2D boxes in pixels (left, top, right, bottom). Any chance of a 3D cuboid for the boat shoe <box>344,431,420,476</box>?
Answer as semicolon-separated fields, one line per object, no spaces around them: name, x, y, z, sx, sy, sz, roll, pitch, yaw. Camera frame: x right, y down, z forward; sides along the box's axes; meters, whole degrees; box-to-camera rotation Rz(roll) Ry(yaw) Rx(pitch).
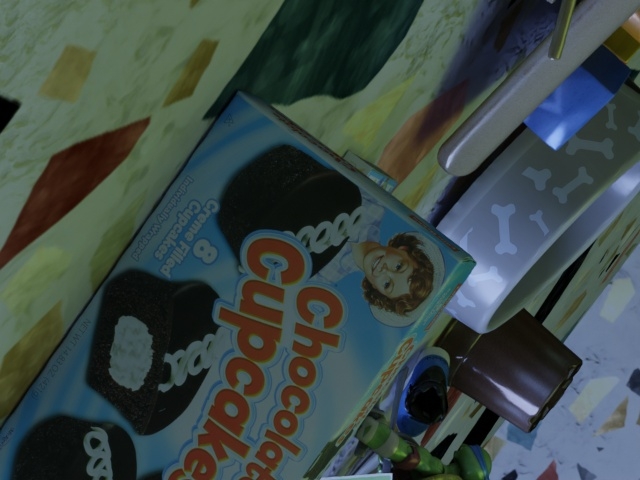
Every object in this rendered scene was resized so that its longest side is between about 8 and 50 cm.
boat shoe;0.036;0.387;2.365;0.302;0.113;0.103;-58;-168;3

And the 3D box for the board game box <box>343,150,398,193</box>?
board game box;0.000;0.000;1.527;0.154;0.026;0.103;-54;166;4

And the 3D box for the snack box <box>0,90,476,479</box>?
snack box;-0.067;0.087;1.191;0.322;0.187;0.060;-55;166;7

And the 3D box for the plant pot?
plant pot;0.251;0.163;2.457;0.167;0.165;0.167;-47;165;-17

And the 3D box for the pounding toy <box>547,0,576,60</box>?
pounding toy;0.193;-0.241;1.400;0.141;0.100;0.130;-46;165;-24

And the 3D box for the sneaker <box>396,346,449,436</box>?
sneaker;0.129;0.218;2.363;0.085;0.058;0.152;-78;-172;-52

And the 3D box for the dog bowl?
dog bowl;0.249;-0.038;2.005;0.349;0.102;0.349;-42;168;-11

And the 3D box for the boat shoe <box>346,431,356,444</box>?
boat shoe;0.011;0.129;1.724;0.302;0.109;0.094;-48;168;-28

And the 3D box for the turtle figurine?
turtle figurine;0.052;0.268;2.207;0.266;0.275;0.198;-29;-175;-10

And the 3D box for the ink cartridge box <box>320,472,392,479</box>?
ink cartridge box;-0.015;0.339;2.062;0.056;0.171;0.235;-108;-161;-54

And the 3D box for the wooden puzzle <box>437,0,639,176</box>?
wooden puzzle;0.285;-0.208;1.643;0.348;0.080;0.322;-44;179;-44
